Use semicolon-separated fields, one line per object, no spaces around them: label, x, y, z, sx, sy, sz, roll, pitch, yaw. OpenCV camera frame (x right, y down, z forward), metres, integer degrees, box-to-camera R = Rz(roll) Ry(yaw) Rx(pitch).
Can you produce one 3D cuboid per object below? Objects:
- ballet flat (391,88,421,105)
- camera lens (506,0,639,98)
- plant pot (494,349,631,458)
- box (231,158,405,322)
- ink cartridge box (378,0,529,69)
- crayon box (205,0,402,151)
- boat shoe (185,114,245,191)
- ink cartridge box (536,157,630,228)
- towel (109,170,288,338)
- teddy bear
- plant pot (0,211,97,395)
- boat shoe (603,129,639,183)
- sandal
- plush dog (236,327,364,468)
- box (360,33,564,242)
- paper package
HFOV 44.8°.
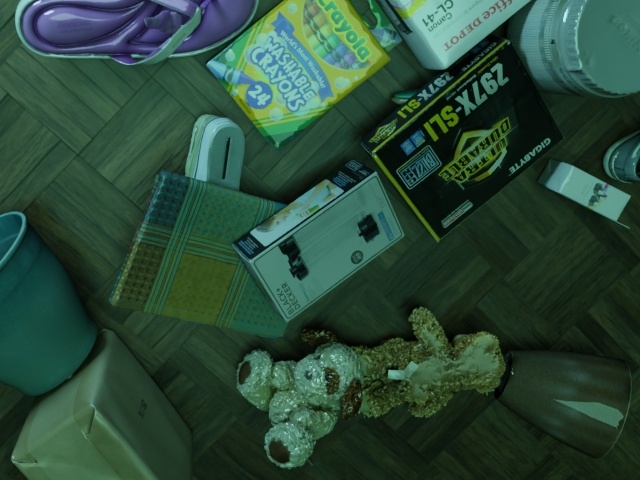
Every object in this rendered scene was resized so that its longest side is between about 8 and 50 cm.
ballet flat;0.221;-0.267;1.493;0.168;0.057;0.052;-10;116;-6
camera lens;0.477;-0.367;1.387;0.219;0.274;0.219;-2;104;-10
plant pot;0.493;0.318;1.635;0.230;0.215;0.215;17;102;2
box;0.000;0.000;1.461;0.290;0.087;0.169;-34;125;-12
ink cartridge box;0.204;-0.495;1.388;0.226;0.131;0.306;-39;106;3
crayon box;-0.022;-0.343;1.418;0.323;0.083;0.203;-39;108;2
boat shoe;-0.208;-0.088;1.454;0.109;0.094;0.302;3;111;-34
ink cartridge box;0.543;-0.096;1.564;0.181;0.104;0.061;24;101;-15
towel;-0.179;0.036;1.452;0.370;0.040;0.271;16;103;-35
teddy bear;0.207;0.262;1.621;0.338;0.113;0.245;-29;101;7
plant pot;-0.548;0.134;1.384;0.272;0.271;0.255;-35;121;2
boat shoe;0.727;-0.219;1.562;0.319;0.099;0.116;-34;107;1
sandal;-0.305;-0.370;1.333;0.416;0.102;0.169;-12;131;-6
plush dog;-0.008;0.302;1.545;0.225;0.262;0.210;-43;141;16
box;0.273;-0.191;1.479;0.322;0.079;0.257;-39;121;3
paper package;-0.380;0.374;1.434;0.168;0.325;0.309;-33;109;2
